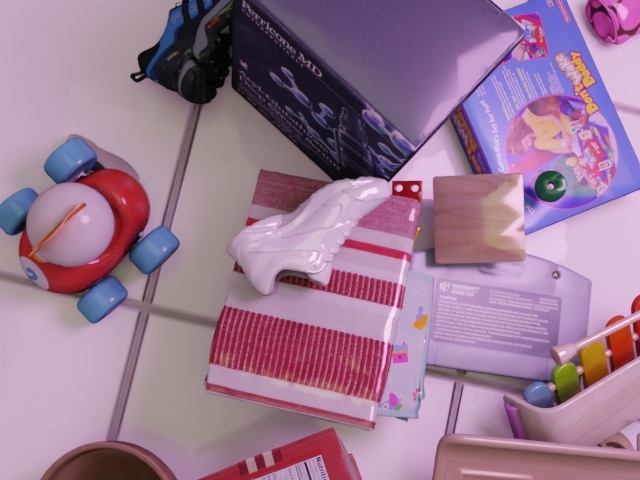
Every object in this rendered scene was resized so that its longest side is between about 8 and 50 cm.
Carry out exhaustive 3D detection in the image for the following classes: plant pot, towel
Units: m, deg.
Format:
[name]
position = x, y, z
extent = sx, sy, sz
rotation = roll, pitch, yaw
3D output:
[plant pot]
position = -0.278, 0.396, 1.175
extent = 0.238, 0.110, 0.237
rotation = -2, 82, 15
[towel]
position = -0.007, 0.073, 1.152
extent = 0.237, 0.037, 0.328
rotation = 12, 70, 4

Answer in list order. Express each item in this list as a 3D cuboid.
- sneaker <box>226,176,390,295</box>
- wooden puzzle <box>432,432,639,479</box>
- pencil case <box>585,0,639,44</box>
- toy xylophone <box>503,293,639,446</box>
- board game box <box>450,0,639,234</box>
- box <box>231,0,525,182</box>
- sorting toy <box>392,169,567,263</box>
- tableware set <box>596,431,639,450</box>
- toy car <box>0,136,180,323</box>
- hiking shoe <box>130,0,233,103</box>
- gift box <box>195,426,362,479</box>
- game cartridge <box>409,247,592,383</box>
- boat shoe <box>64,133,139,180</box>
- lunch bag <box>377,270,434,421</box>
[sneaker]
position = 0.000, 0.000, 1.122
extent = 0.232, 0.090, 0.115
rotation = -29, 80, -1
[wooden puzzle]
position = 0.306, 0.446, 1.242
extent = 0.322, 0.080, 0.347
rotation = 7, 101, -4
[pencil case]
position = 0.550, -0.393, 1.403
extent = 0.209, 0.095, 0.098
rotation = -22, 101, -7
[toy xylophone]
position = 0.423, 0.190, 1.247
extent = 0.323, 0.081, 0.236
rotation = -22, 123, -14
[board game box]
position = 0.341, -0.198, 1.356
extent = 0.233, 0.078, 0.347
rotation = -21, 85, -8
[box]
position = 0.052, -0.246, 1.171
extent = 0.293, 0.395, 0.212
rotation = 43, 80, 1
[sorting toy]
position = 0.230, -0.031, 1.277
extent = 0.275, 0.046, 0.132
rotation = -2, 87, 12
[tableware set]
position = 0.450, 0.391, 1.307
extent = 0.128, 0.039, 0.194
rotation = 5, 82, -6
[toy car]
position = -0.348, -0.008, 1.158
extent = 0.210, 0.238, 0.219
rotation = -43, 91, 6
[hiking shoe]
position = -0.168, -0.357, 1.307
extent = 0.132, 0.113, 0.304
rotation = 23, 68, 20
[gift box]
position = -0.050, 0.411, 1.120
extent = 0.277, 0.258, 0.255
rotation = -17, 62, 2
[game cartridge]
position = 0.270, 0.111, 1.320
extent = 0.297, 0.062, 0.198
rotation = 9, 77, -5
[boat shoe]
position = -0.336, -0.114, 1.289
extent = 0.125, 0.046, 0.038
rotation = 31, 120, -5
[lunch bag]
position = 0.032, 0.138, 1.238
extent = 0.262, 0.160, 0.223
rotation = 9, 80, 1
